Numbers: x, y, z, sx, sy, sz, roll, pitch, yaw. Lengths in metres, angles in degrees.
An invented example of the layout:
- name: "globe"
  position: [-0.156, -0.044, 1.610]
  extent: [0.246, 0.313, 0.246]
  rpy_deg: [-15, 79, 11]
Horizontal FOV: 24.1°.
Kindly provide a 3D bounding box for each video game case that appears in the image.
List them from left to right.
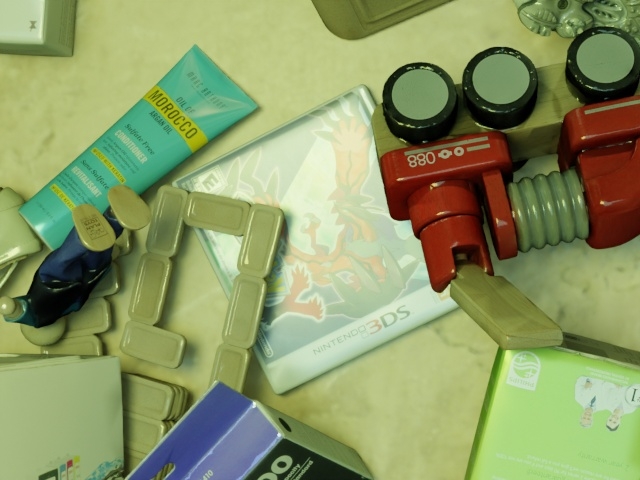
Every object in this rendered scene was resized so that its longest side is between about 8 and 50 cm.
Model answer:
- name: "video game case"
  position: [0.000, 0.000, 1.244]
  extent: [0.183, 0.023, 0.201]
  rpy_deg: [-27, 87, 7]

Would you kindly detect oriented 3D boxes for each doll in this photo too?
- name: "doll"
  position: [-0.203, 0.029, 1.195]
  extent: [0.046, 0.129, 0.189]
  rpy_deg: [51, 140, 8]

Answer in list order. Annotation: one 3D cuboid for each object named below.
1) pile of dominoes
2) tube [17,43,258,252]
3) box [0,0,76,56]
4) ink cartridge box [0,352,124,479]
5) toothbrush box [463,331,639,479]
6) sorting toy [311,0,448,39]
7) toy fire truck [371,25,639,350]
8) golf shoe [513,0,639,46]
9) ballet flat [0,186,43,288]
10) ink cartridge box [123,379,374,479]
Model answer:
- name: "pile of dominoes"
  position: [-0.137, 0.078, 1.254]
  extent: [0.196, 0.040, 0.251]
  rpy_deg: [14, 90, 24]
- name: "tube"
  position: [-0.154, -0.071, 1.240]
  extent: [0.207, 0.052, 0.080]
  rpy_deg: [-42, 79, -10]
- name: "box"
  position: [-0.261, -0.208, 1.244]
  extent: [0.101, 0.087, 0.102]
  rpy_deg: [4, 91, 7]
- name: "ink cartridge box"
  position: [-0.270, 0.208, 1.185]
  extent: [0.171, 0.168, 0.232]
  rpy_deg: [-3, 89, 32]
- name: "toothbrush box"
  position: [0.163, 0.213, 1.131]
  extent: [0.122, 0.206, 0.283]
  rpy_deg: [13, 93, 7]
- name: "sorting toy"
  position: [0.073, -0.266, 1.103]
  extent: [0.229, 0.307, 0.041]
  rpy_deg: [-18, 65, 9]
- name: "toy fire truck"
  position: [0.162, -0.022, 1.108]
  extent: [0.217, 0.158, 0.246]
  rpy_deg: [-11, 68, 1]
- name: "golf shoe"
  position: [0.230, -0.186, 1.191]
  extent: [0.176, 0.086, 0.069]
  rpy_deg: [16, 112, -20]
- name: "ballet flat"
  position: [-0.338, 0.054, 1.266]
  extent: [0.248, 0.086, 0.086]
  rpy_deg: [-38, 86, 5]
- name: "ink cartridge box"
  position: [-0.082, 0.223, 1.171]
  extent: [0.206, 0.208, 0.045]
  rpy_deg: [-48, 51, 6]
